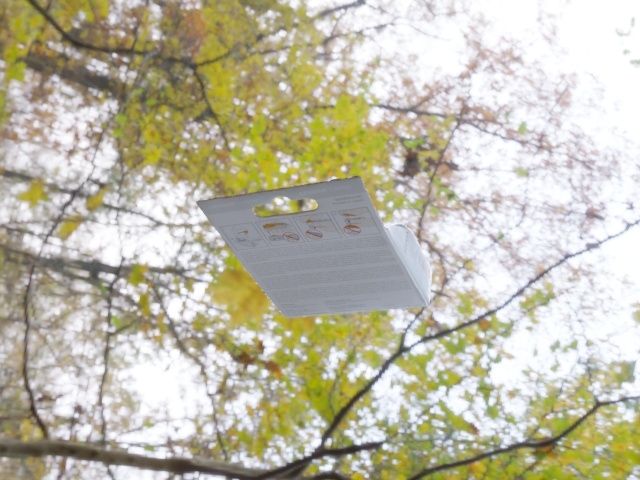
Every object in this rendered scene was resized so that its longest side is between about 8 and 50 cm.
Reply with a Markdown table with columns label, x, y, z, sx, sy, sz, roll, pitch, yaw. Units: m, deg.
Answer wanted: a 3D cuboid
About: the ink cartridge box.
| label | x | y | z | sx | sy | sz | roll | pitch | yaw |
| --- | --- | --- | --- | --- | --- | --- | --- | --- | --- |
| ink cartridge box | 0.000 | 0.000 | 0.710 | 0.146 | 0.179 | 0.045 | -7 | -131 | 23 |
